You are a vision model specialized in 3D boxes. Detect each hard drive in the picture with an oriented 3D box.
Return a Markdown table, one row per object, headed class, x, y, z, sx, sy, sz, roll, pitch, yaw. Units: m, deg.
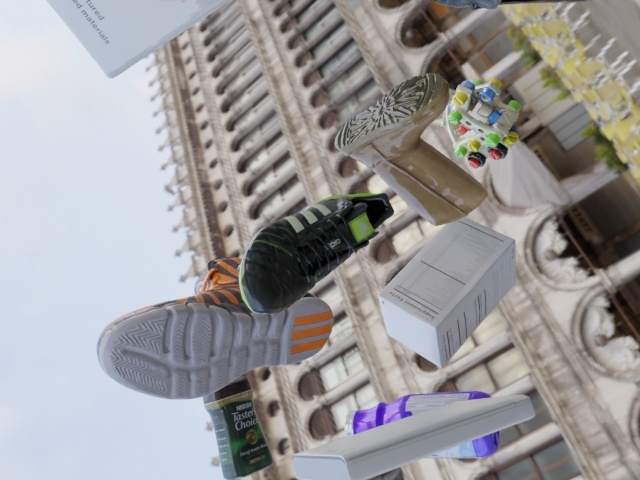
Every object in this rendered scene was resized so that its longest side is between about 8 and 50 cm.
| class | x | y | z | sx | sy | sz | roll | pitch | yaw |
| --- | --- | --- | --- | --- | --- | --- | --- | --- | --- |
| hard drive | 0.133 | 0.292 | 0.984 | 0.308 | 0.203 | 0.040 | -10 | -102 | -25 |

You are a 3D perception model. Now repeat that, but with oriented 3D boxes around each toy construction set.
| class | x | y | z | sx | sy | sz | roll | pitch | yaw |
| --- | --- | --- | --- | --- | --- | --- | --- | --- | --- |
| toy construction set | 0.364 | -0.289 | 1.613 | 0.215 | 0.151 | 0.327 | 36 | -178 | -10 |

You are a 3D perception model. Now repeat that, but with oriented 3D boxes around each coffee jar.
| class | x | y | z | sx | sy | sz | roll | pitch | yaw |
| --- | --- | --- | --- | --- | --- | --- | --- | --- | --- |
| coffee jar | -0.160 | 0.353 | 1.269 | 0.096 | 0.079 | 0.184 | -11 | -102 | -39 |

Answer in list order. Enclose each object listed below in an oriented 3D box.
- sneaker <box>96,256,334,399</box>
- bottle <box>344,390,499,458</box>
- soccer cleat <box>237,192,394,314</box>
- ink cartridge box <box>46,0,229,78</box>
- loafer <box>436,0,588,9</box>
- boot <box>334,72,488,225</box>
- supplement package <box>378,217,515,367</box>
| class | x | y | z | sx | sy | sz | roll | pitch | yaw |
| --- | --- | --- | --- | --- | --- | --- | --- | --- | --- |
| sneaker | -0.155 | 0.105 | 0.880 | 0.321 | 0.124 | 0.180 | 0 | -160 | -39 |
| bottle | 0.186 | 0.348 | 1.249 | 0.092 | 0.283 | 0.118 | -32 | -68 | -64 |
| soccer cleat | 0.000 | 0.000 | 0.523 | 0.179 | 0.072 | 0.060 | -41 | -69 | -53 |
| ink cartridge box | -0.092 | -0.368 | 0.665 | 0.160 | 0.385 | 0.279 | 55 | -168 | -32 |
| loafer | 0.233 | -0.331 | 0.828 | 0.096 | 0.268 | 0.084 | 120 | 136 | -70 |
| boot | 0.192 | -0.143 | 1.120 | 0.269 | 0.236 | 0.089 | 33 | -124 | -30 |
| supplement package | 0.243 | 0.091 | 1.254 | 0.139 | 0.244 | 0.134 | 30 | 152 | 36 |
